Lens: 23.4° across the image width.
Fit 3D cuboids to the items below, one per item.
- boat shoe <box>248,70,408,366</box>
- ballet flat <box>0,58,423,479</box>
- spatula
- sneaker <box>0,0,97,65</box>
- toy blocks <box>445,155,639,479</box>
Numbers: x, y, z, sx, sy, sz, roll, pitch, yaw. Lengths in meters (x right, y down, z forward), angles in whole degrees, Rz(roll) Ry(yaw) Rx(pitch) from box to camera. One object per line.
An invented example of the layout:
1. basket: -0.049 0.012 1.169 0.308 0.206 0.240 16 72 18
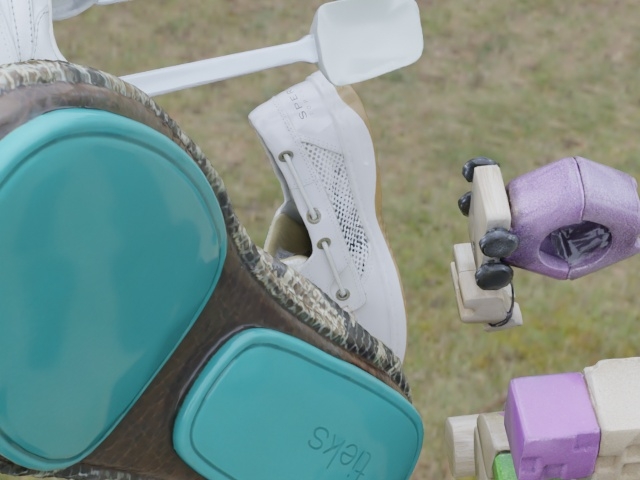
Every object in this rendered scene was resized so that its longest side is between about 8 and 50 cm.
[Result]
1. boat shoe: 0.000 0.000 1.188 0.096 0.277 0.098 -21 34 -11
2. ballet flat: -0.101 0.033 0.737 0.182 0.483 0.164 32 85 29
3. spatula: -0.047 -0.172 0.994 0.242 0.168 0.019 -16 12 -29
4. sneaker: -0.192 -0.192 0.847 0.152 0.114 0.305 8 63 -26
5. toy blocks: 0.227 0.139 0.912 0.260 0.288 0.309 -5 53 -4
